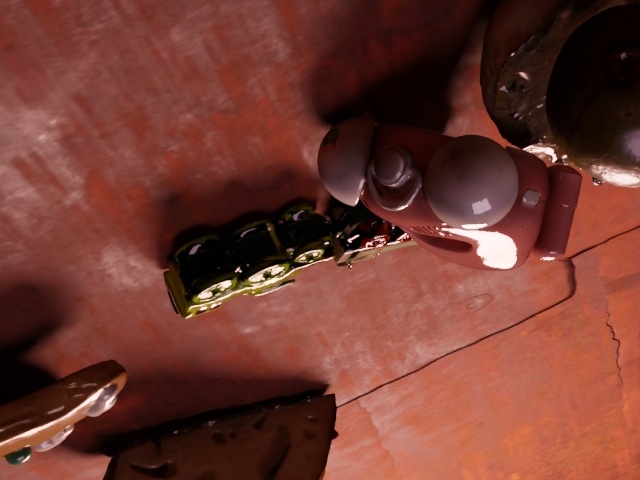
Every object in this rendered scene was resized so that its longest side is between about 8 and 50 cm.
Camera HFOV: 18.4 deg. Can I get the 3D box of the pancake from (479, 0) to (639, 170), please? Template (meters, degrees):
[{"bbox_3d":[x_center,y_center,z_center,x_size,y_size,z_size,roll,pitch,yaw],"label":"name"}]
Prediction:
[{"bbox_3d":[0.293,-0.170,1.453,0.386,0.082,0.387,-15,152,-8],"label":"pancake"}]

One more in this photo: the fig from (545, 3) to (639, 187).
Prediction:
[{"bbox_3d":[0.216,-0.074,1.378,0.124,0.124,0.236,-22,159,-4],"label":"fig"}]

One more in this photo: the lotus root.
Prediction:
[{"bbox_3d":[-0.084,0.241,1.882,0.260,0.170,0.074,-6,148,-25],"label":"lotus root"}]

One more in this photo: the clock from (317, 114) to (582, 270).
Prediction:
[{"bbox_3d":[0.092,-0.035,1.466,0.166,0.093,0.162,14,177,38],"label":"clock"}]

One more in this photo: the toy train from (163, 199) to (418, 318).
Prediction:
[{"bbox_3d":[0.000,0.000,1.583,0.249,0.053,0.085,-16,163,-18],"label":"toy train"}]

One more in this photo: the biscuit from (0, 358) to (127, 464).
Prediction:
[{"bbox_3d":[-0.322,0.189,1.581,0.339,0.047,0.216,-21,172,-32],"label":"biscuit"}]
